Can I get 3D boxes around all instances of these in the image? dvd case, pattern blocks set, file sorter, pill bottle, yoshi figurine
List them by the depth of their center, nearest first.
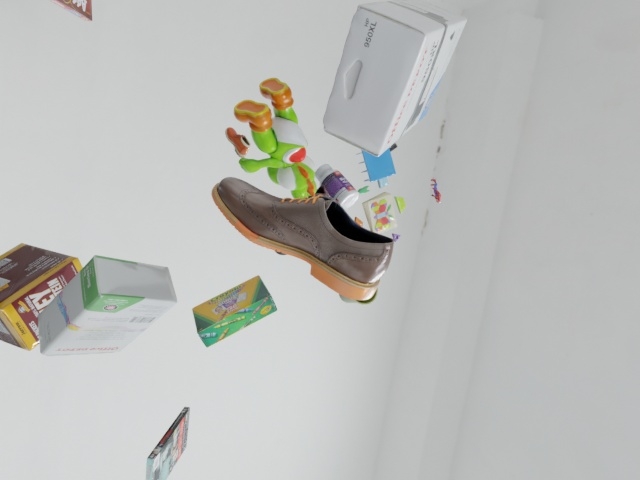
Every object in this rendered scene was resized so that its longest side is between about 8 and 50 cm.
[{"bbox_3d":[-0.247,0.344,0.651,0.119,0.013,0.087,-64,165,-73],"label":"dvd case"},{"bbox_3d":[-0.122,-0.261,1.141,0.362,0.203,0.203,67,14,-48],"label":"yoshi figurine"},{"bbox_3d":[0.063,-0.228,1.672,0.193,0.108,0.108,51,-44,21],"label":"pill bottle"},{"bbox_3d":[0.221,-0.340,1.673,0.104,0.118,0.170,-162,-127,-73],"label":"file sorter"},{"bbox_3d":[0.280,-0.119,1.862,0.325,0.285,0.026,61,-16,-22],"label":"pattern blocks set"}]

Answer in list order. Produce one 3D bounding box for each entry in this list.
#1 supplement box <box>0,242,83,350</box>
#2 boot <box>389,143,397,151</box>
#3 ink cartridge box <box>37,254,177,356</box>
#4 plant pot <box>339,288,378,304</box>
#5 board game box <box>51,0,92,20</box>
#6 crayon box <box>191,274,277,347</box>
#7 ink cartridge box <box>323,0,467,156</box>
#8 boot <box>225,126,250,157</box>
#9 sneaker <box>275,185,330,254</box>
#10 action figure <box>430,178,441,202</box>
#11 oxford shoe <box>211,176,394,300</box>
[{"bbox_3d":[-0.692,0.124,0.941,0.191,0.194,0.129,-56,150,-49],"label":"supplement box"},{"bbox_3d":[0.242,-0.539,1.961,0.223,0.118,0.338,61,-6,-26],"label":"boot"},{"bbox_3d":[-0.409,0.132,0.769,0.212,0.154,0.093,-40,-120,21],"label":"ink cartridge box"},{"bbox_3d":[0.084,0.122,0.978,0.079,0.083,0.083,144,-51,-58],"label":"plant pot"},{"bbox_3d":[-0.732,-0.736,1.112,0.281,0.027,0.145,-76,171,-79],"label":"board game box"},{"bbox_3d":[-0.315,0.252,1.460,0.165,0.278,0.081,42,-24,58],"label":"crayon box"},{"bbox_3d":[0.194,-0.421,1.007,0.395,0.166,0.285,-45,160,-47],"label":"ink cartridge box"},{"bbox_3d":[-0.367,-0.459,1.795,0.158,0.059,0.084,56,-45,9],"label":"boot"},{"bbox_3d":[-0.076,-0.087,1.376,0.106,0.281,0.162,36,-17,31],"label":"sneaker"},{"bbox_3d":[0.419,-0.176,1.458,0.115,0.030,0.038,-92,178,-45],"label":"action figure"},{"bbox_3d":[-0.034,-0.041,0.736,0.133,0.363,0.130,-65,170,29],"label":"oxford shoe"}]
